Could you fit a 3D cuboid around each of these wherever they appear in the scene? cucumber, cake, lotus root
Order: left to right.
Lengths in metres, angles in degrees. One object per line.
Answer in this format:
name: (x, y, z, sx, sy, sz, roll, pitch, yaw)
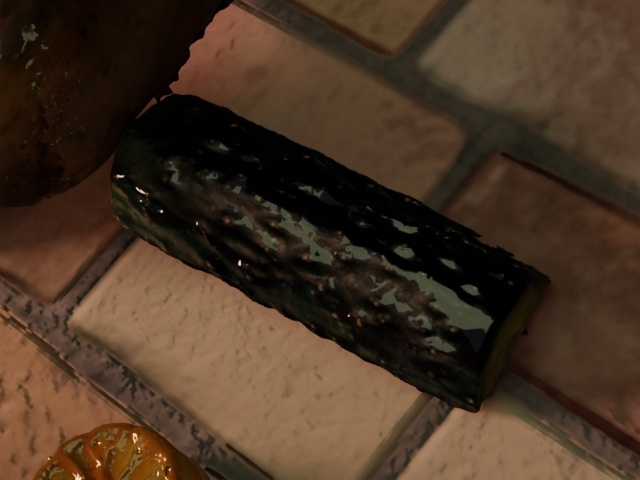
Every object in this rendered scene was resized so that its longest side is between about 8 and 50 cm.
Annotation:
lotus root: (-0.118, -0.160, 0.984, 0.167, 0.078, 0.329, 25, 52, -2)
cake: (-0.087, 0.122, 0.866, 0.084, 0.044, 0.084, -12, 54, 17)
cucumber: (0.000, -0.003, 0.894, 0.211, 0.062, 0.078, 25, 72, 35)
